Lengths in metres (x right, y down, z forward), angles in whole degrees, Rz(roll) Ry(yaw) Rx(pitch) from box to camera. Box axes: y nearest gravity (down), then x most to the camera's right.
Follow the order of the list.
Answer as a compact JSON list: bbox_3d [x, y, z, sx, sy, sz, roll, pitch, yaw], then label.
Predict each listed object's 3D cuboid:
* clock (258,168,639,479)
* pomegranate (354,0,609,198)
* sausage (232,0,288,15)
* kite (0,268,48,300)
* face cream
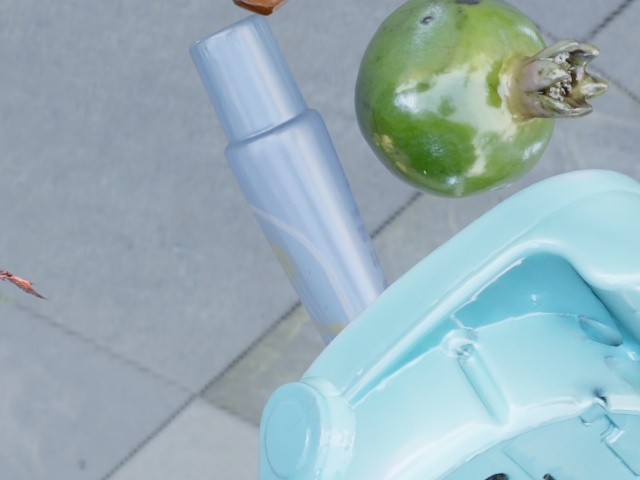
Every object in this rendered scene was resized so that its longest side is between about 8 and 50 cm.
[{"bbox_3d":[0.084,0.111,0.707,0.274,0.094,0.223,-40,133,9],"label":"clock"},{"bbox_3d":[0.140,-0.127,1.309,0.225,0.187,0.187,1,144,49],"label":"pomegranate"},{"bbox_3d":[-0.033,-0.194,1.011,0.089,0.179,0.089,-1,99,-6],"label":"sausage"},{"bbox_3d":[-0.319,0.008,1.324,0.189,0.009,0.232,26,156,4],"label":"kite"},{"bbox_3d":[0.000,0.000,1.271,0.086,0.135,0.385,-27,100,-18],"label":"face cream"}]
